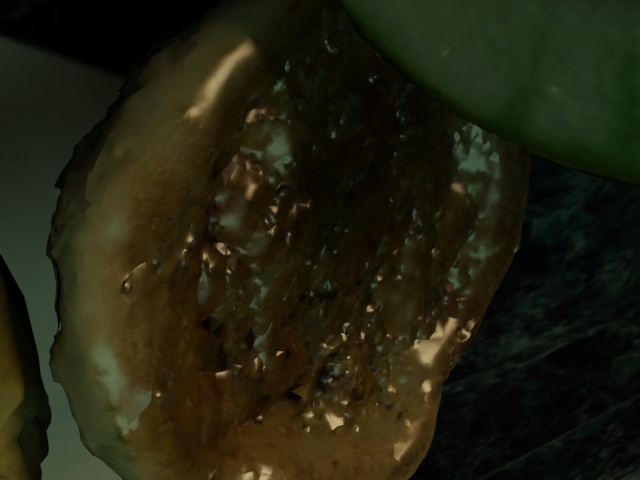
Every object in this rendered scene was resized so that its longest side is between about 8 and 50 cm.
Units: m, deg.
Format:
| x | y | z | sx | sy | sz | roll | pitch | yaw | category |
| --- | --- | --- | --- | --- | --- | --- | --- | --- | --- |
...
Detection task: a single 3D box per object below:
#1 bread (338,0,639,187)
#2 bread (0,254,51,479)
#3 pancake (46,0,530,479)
| x | y | z | sx | sy | sz | roll | pitch | yaw | category |
| --- | --- | --- | --- | --- | --- | --- | --- | --- | --- |
| 0.137 | -0.186 | 0.572 | 0.366 | 0.129 | 0.382 | 44 | 133 | -17 | bread |
| -0.279 | 0.096 | 0.690 | 0.395 | 0.264 | 0.239 | 2 | 152 | 28 | bread |
| 0.000 | 0.000 | 0.748 | 0.282 | 0.049 | 0.282 | -19 | 115 | -47 | pancake |
